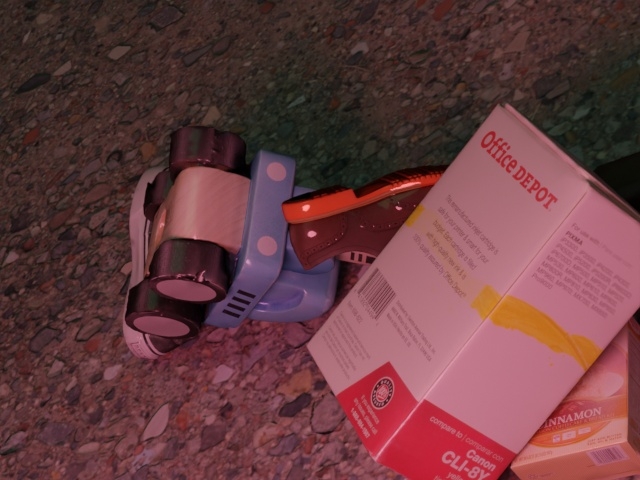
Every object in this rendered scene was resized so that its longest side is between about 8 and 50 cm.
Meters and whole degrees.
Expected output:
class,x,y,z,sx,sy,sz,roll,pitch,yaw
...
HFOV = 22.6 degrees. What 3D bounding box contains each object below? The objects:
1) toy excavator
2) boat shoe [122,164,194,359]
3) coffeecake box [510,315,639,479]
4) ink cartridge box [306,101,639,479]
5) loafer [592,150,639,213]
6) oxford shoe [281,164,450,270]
class,x,y,z,sx,sy,sz,roll,pitch,yaw
toy excavator,0.000,0.000,2.144,0.433,0.445,0.222,131,148,-62
boat shoe,-0.213,0.027,2.392,0.119,0.121,0.335,-14,55,20
coffeecake box,0.297,0.183,1.817,0.142,0.068,0.185,-19,42,28
ink cartridge box,0.190,0.069,1.829,0.384,0.160,0.279,-52,26,10
loafer,0.459,-0.096,1.905,0.366,0.134,0.130,-19,42,26
oxford shoe,0.093,-0.032,1.964,0.271,0.098,0.097,-12,8,-2
